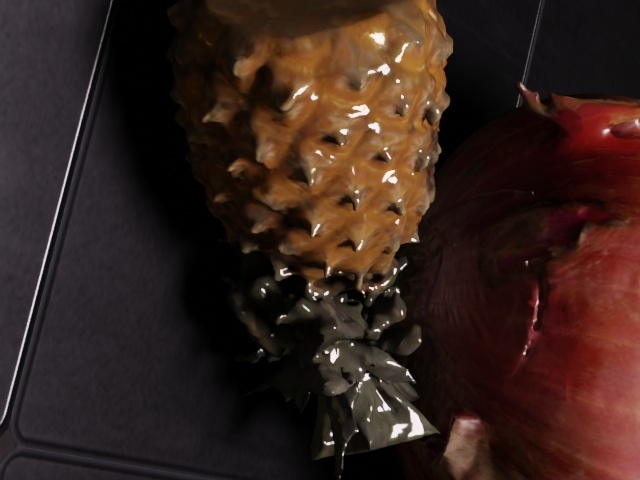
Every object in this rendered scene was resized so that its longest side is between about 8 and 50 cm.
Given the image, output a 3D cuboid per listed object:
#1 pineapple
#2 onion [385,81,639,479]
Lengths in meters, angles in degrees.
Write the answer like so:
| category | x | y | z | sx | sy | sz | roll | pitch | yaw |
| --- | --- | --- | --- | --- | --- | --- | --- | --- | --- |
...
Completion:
| category | x | y | z | sx | sy | sz | roll | pitch | yaw |
| --- | --- | --- | --- | --- | --- | --- | --- | --- | --- |
| pineapple | 0.000 | 0.000 | 0.928 | 0.169 | 0.169 | 0.340 | -44 | 141 | -44 |
| onion | 0.180 | 0.064 | 1.083 | 0.354 | 0.354 | 0.353 | -22 | 116 | -55 |
